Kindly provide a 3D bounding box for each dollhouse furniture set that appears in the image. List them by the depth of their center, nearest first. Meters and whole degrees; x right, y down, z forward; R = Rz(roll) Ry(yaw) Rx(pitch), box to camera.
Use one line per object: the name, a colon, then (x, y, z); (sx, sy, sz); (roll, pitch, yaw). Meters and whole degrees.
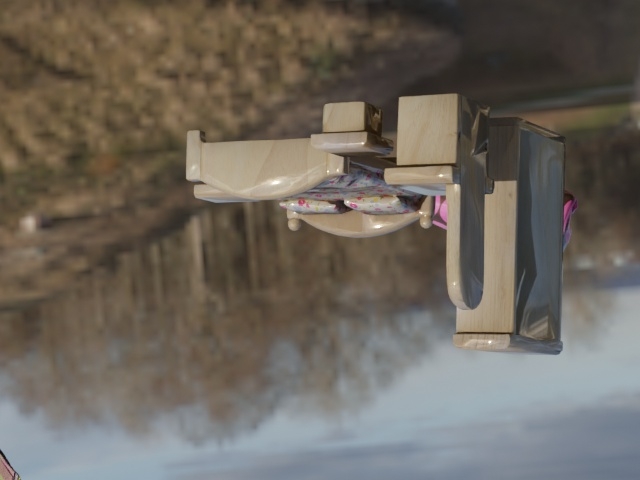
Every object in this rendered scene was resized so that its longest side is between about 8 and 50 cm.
dollhouse furniture set: (0.000, 0.000, 1.538); (0.356, 0.173, 0.303); (-1, 173, 26)

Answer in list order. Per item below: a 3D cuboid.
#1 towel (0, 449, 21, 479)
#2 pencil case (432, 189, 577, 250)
towel: (-0.298, 0.216, 1.798); (0.009, 0.060, 0.083); (-4, -149, -34)
pencil case: (0.194, -0.049, 2.269); (0.209, 0.098, 0.095); (23, 152, 11)
